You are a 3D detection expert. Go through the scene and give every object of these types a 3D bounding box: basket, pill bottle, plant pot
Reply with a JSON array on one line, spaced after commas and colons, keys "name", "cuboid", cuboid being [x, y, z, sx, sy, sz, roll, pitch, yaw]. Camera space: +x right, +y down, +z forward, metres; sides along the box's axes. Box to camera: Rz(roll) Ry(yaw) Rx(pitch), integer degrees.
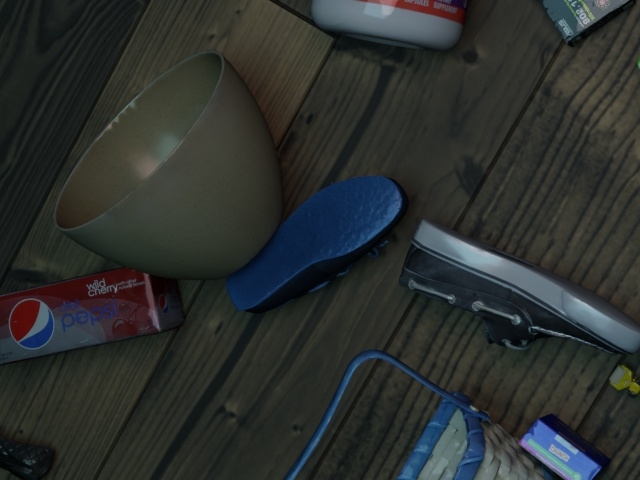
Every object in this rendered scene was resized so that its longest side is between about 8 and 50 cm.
[{"name": "basket", "cuboid": [0.108, 0.291, 1.832, 0.289, 0.201, 0.254, 29, 101, -15]}, {"name": "pill bottle", "cuboid": [0.101, -0.390, 1.850, 0.181, 0.181, 0.323, 11, 95, 19]}, {"name": "plant pot", "cuboid": [-0.154, -0.062, 1.922, 0.284, 0.284, 0.191, -40, 113, 15]}]

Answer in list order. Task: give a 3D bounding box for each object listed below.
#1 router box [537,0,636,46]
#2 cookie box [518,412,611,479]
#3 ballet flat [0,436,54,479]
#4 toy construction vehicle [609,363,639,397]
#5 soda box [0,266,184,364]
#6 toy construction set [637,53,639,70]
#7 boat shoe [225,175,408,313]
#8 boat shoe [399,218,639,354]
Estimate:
[{"name": "router box", "cuboid": [0.295, -0.301, 1.860, 0.092, 0.038, 0.122, -35, 80, 17]}, {"name": "cookie box", "cuboid": [0.281, 0.242, 1.835, 0.092, 0.107, 0.040, 38, 97, 15]}, {"name": "ballet flat", "cuboid": [-0.432, 0.269, 2.122, 0.173, 0.057, 0.049, 24, 58, 16]}, {"name": "toy construction vehicle", "cuboid": [0.391, 0.162, 1.841, 0.098, 0.035, 0.086, 35, 112, 18]}, {"name": "soda box", "cuboid": [-0.313, 0.094, 2.052, 0.263, 0.083, 0.092, -12, 88, 18]}, {"name": "toy construction set", "cuboid": [0.507, -0.270, 1.683, 0.309, 0.237, 0.257, 17, 96, 18]}, {"name": "boat shoe", "cuboid": [0.000, 0.000, 1.945, 0.258, 0.089, 0.109, -28, 69, 22]}, {"name": "boat shoe", "cuboid": [0.228, 0.078, 1.854, 0.301, 0.108, 0.102, 25, 99, 20]}]
